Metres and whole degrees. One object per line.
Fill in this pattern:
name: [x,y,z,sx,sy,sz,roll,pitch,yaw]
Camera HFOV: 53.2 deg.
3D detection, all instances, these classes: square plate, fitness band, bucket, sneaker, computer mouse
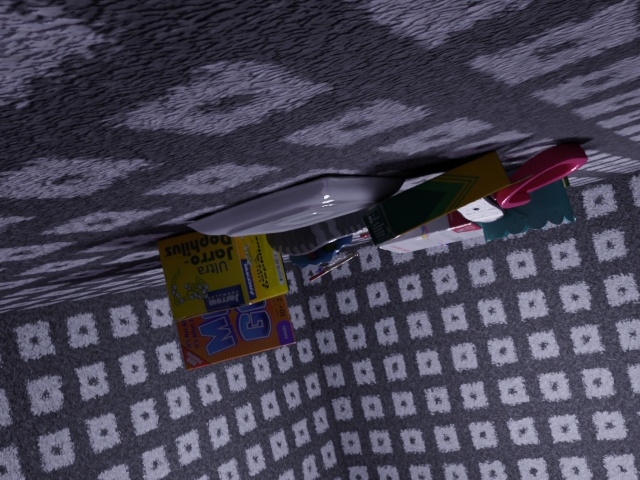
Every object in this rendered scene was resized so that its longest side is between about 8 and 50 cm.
square plate: [-0.039,-0.065,1.331,0.347,0.049,0.344,-16,176,32]
fitness band: [0.533,-0.156,1.553,0.290,0.054,0.209,-12,159,-49]
bucket: [0.592,-0.113,1.880,0.281,0.183,0.281,-13,176,-1]
sneaker: [0.000,-0.030,1.600,0.281,0.105,0.115,-11,-176,16]
computer mouse: [0.412,-0.125,1.704,0.188,0.072,0.272,-11,155,32]

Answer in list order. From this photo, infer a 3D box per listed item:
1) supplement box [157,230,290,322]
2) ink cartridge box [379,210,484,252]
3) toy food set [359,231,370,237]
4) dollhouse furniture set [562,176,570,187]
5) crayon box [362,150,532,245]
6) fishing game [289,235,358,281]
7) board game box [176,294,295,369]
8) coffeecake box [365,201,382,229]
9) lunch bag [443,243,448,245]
supplement box: [-0.229,0.072,1.605,0.194,0.196,0.356,-14,177,11]
ink cartridge box: [0.353,-0.059,2.027,0.306,0.131,0.226,-13,167,26]
toy food set: [0.228,-0.034,2.394,0.232,0.105,0.111,-14,177,7]
dollhouse furniture set: [0.811,-0.202,2.294,0.151,0.059,0.076,-13,176,-4]
crayon box: [0.264,-0.096,1.386,0.322,0.083,0.203,-24,178,-9]
fishing game: [0.000,0.000,1.646,0.189,0.041,0.264,-28,-150,0]
board game box: [-0.304,0.210,2.188,0.356,0.357,0.356,-13,177,-6]
coffeecake box: [0.166,-0.070,1.868,0.185,0.068,0.142,-14,176,13]
lunch bag: [0.332,-0.046,2.566,0.220,0.138,0.293,0,-179,-36]
